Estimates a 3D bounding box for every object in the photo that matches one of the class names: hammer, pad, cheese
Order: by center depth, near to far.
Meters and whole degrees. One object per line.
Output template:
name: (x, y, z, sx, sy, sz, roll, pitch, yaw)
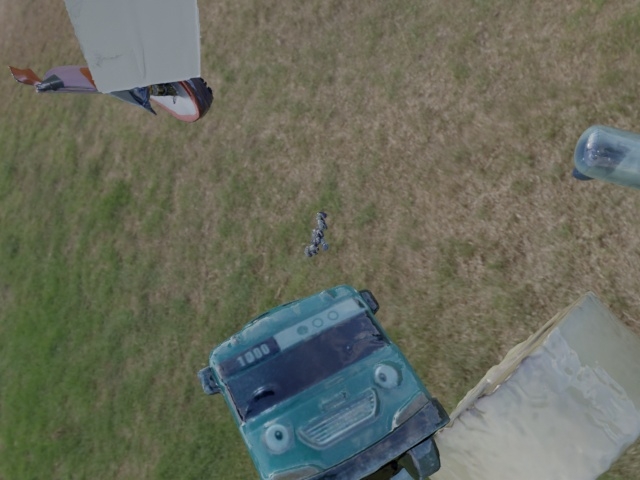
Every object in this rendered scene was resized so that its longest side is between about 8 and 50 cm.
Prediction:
pad: (-0.234, -0.266, 0.746, 0.232, 0.156, 0.004, 118, 135, -70)
cheese: (0.289, 0.235, 0.768, 0.153, 0.292, 0.332, 47, 127, 17)
hammer: (0.397, -0.107, 0.802, 0.116, 0.194, 0.070, 15, 91, 5)

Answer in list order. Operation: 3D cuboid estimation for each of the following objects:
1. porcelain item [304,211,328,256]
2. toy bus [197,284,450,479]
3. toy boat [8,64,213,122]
porcelain item: (0.000, 0.000, 1.467, 0.075, 0.021, 0.136, 49, 131, 41)
toy bus: (-0.002, 0.147, 0.447, 0.128, 0.256, 0.147, -25, 63, -15)
toy boat: (-0.336, -0.260, 0.939, 0.219, 0.318, 0.072, 52, 132, 45)
